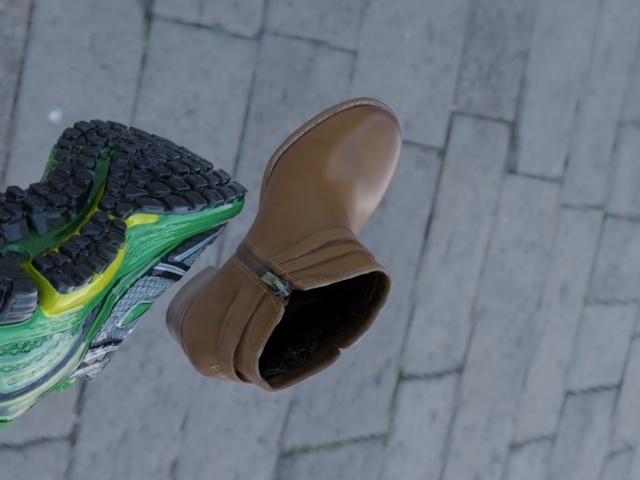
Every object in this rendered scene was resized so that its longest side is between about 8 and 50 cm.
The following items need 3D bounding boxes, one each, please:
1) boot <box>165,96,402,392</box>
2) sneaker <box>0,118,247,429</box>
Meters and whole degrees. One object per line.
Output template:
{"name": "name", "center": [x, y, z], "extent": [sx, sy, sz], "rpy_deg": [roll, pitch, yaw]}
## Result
{"name": "boot", "center": [0.000, 0.000, 1.244], "extent": [0.283, 0.220, 0.109], "rpy_deg": [-43, 109, -12]}
{"name": "sneaker", "center": [-0.172, 0.015, 1.116], "extent": [0.343, 0.134, 0.146], "rpy_deg": [-37, 152, -57]}
